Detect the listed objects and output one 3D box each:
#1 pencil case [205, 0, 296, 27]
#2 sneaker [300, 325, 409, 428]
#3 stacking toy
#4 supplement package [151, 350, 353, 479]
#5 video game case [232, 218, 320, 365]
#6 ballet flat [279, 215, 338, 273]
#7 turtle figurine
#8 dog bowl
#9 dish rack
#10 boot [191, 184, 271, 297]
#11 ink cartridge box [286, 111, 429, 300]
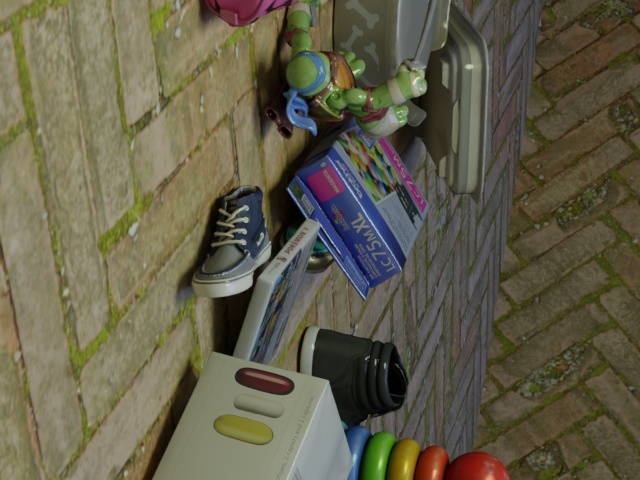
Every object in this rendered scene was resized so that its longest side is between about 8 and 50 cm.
[{"bbox_3d":[-0.060,-0.289,1.512,0.098,0.095,0.209,-67,169,24],"label":"pencil case"},{"bbox_3d":[0.056,0.252,2.034,0.105,0.146,0.296,-69,160,-46],"label":"sneaker"},{"bbox_3d":[0.085,0.310,1.821,0.141,0.330,0.141,7,90,-74],"label":"stacking toy"},{"bbox_3d":[-0.086,0.293,1.519,0.204,0.145,0.262,75,32,-53],"label":"supplement package"},{"bbox_3d":[-0.064,0.092,1.672,0.183,0.023,0.201,-52,164,-61],"label":"video game case"},{"bbox_3d":[0.000,0.000,1.867,0.248,0.086,0.086,-52,145,-62],"label":"ballet flat"},{"bbox_3d":[0.053,-0.239,1.729,0.266,0.197,0.275,31,70,-77],"label":"turtle figurine"},{"bbox_3d":[0.109,-0.346,2.046,0.349,0.102,0.349,7,90,-75],"label":"dog bowl"},{"bbox_3d":[0.209,-0.240,2.323,0.333,0.072,0.286,-109,-162,-64],"label":"dish rack"},{"bbox_3d":[-0.102,-0.001,1.542,0.190,0.069,0.086,-60,146,-71],"label":"boot"},{"bbox_3d":[0.058,-0.058,1.866,0.186,0.065,0.311,57,24,-10],"label":"ink cartridge box"}]
